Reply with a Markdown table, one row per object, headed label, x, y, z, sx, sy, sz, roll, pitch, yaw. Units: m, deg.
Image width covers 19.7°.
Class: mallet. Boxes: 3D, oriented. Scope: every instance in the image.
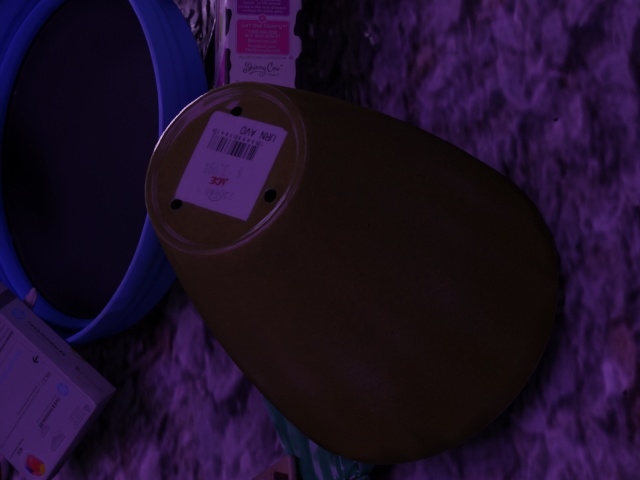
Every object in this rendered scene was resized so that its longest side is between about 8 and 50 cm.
| label | x | y | z | sx | sy | sz | roll | pitch | yaw |
| --- | --- | --- | --- | --- | --- | --- | --- | --- | --- |
| mallet | -0.109 | -0.133 | 1.749 | 0.062 | 0.039 | 0.189 | 22 | 91 | 41 |

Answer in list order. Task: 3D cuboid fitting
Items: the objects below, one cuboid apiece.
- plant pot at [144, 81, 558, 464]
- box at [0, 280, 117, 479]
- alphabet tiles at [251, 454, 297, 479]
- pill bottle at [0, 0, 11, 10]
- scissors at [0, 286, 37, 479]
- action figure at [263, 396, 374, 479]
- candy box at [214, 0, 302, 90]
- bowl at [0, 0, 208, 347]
| label | x | y | z | sx | sy | sz | roll | pitch | yaw |
| --- | --- | --- | --- | --- | --- | --- | --- | --- | --- |
| plant pot | 0.000 | 0.000 | 1.419 | 0.275 | 0.293 | 0.274 | -13 | 61 | 26 |
| box | -0.297 | 0.127 | 1.737 | 0.186 | 0.038 | 0.145 | 42 | 128 | 7 |
| alphabet tiles | -0.039 | 0.310 | 1.551 | 0.198 | 0.009 | 0.237 | -42 | 48 | 55 |
| pill bottle | -0.403 | -0.232 | 1.952 | 0.221 | 0.124 | 0.124 | -30 | 63 | 31 |
| scissors | -0.333 | 0.132 | 1.812 | 0.109 | 0.021 | 0.297 | 45 | 135 | 33 |
| action figure | 0.000 | 0.140 | 1.580 | 0.137 | 0.063 | 0.232 | -36 | 56 | 27 |
| candy box | -0.056 | -0.168 | 1.632 | 0.159 | 0.071 | 0.233 | 121 | 149 | -77 |
| bowl | -0.243 | -0.088 | 1.782 | 0.391 | 0.077 | 0.391 | -3 | 86 | 48 |
